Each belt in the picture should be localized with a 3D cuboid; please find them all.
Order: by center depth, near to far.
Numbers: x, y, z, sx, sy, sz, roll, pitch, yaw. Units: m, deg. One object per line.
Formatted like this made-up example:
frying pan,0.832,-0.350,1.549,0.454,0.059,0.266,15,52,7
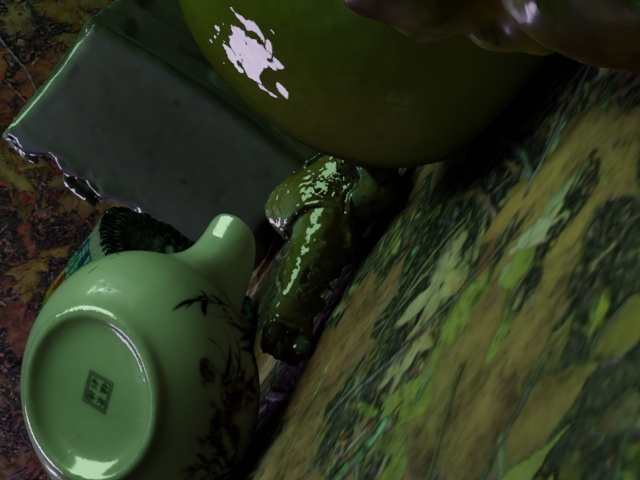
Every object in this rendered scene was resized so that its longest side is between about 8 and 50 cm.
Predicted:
belt,-0.187,0.094,1.197,0.160,0.207,0.295,-52,24,11

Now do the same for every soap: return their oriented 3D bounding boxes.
soap,-0.151,-0.189,1.497,0.213,0.350,0.435,-54,7,29

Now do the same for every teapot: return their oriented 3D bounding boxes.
teapot,-0.143,0.130,0.903,0.166,0.208,0.300,-31,-40,-62

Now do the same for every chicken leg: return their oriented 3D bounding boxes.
chicken leg,-0.002,-0.002,0.904,0.196,0.080,0.125,-59,21,2

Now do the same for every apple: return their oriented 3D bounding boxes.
apple,0.044,-0.197,0.734,0.292,0.254,0.292,-60,10,18

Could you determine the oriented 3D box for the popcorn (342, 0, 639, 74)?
popcorn,0.099,-0.178,0.485,0.251,0.205,0.237,-54,43,28
